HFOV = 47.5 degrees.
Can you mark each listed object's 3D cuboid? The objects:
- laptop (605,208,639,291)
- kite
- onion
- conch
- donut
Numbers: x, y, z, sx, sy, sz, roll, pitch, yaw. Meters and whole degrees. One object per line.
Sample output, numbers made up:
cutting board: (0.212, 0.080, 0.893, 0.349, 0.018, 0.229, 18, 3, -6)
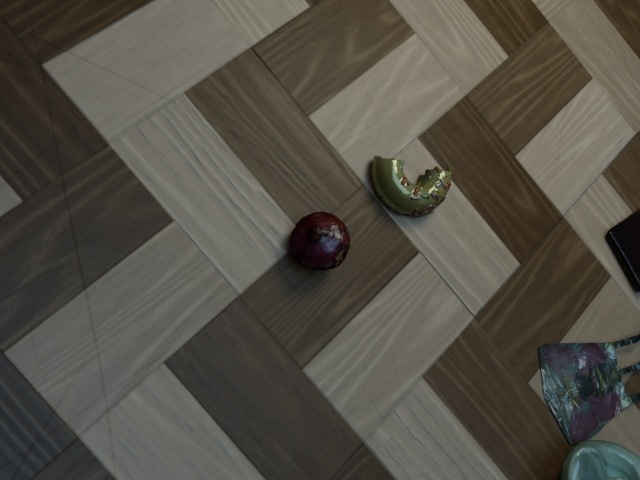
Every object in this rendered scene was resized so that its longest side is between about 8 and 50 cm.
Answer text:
laptop: (0.731, 0.006, 1.615, 0.207, 0.026, 0.154, -27, 86, -28)
kite: (0.598, 0.272, 1.488, 0.360, 0.022, 0.204, -14, 82, -25)
onion: (0.000, 0.000, 1.264, 0.107, 0.097, 0.107, 0, 65, 1)
conch: (0.522, 0.460, 1.338, 0.221, 0.121, 0.185, 26, 39, -16)
donut: (0.175, -0.102, 1.381, 0.166, 0.065, 0.108, 13, 72, -19)
